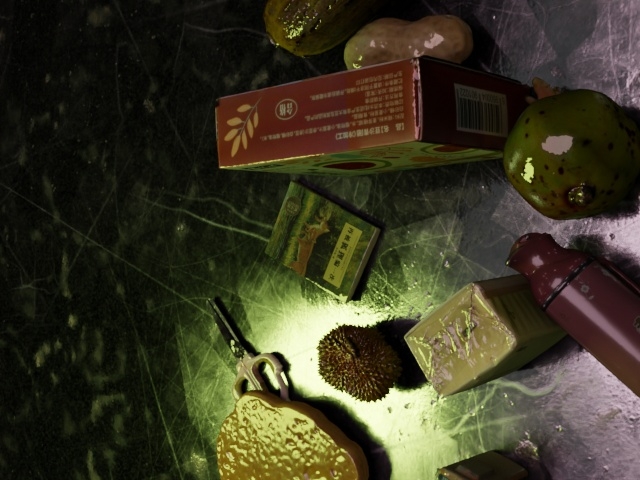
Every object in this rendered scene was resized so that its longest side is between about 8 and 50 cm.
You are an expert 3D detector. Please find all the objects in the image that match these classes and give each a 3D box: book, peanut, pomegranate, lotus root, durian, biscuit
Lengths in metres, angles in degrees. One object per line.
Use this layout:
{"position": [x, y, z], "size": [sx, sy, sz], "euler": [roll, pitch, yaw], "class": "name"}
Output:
{"position": [0.000, 0.000, 1.678], "size": [0.228, 0.024, 0.160], "euler": [32, 107, 35], "class": "book"}
{"position": [0.144, -0.334, 1.511], "size": [0.263, 0.101, 0.117], "euler": [11, 78, 38], "class": "peanut"}
{"position": [0.354, -0.145, 1.289], "size": [0.198, 0.198, 0.246], "euler": [-47, 61, 29], "class": "pomegranate"}
{"position": [0.053, -0.480, 1.521], "size": [0.397, 0.196, 0.179], "euler": [-42, 76, 31], "class": "lotus root"}
{"position": [0.068, 0.215, 1.549], "size": [0.158, 0.168, 0.137], "euler": [17, 84, 20], "class": "durian"}
{"position": [-0.060, 0.459, 1.698], "size": [0.351, 0.057, 0.312], "euler": [7, 100, 35], "class": "biscuit"}

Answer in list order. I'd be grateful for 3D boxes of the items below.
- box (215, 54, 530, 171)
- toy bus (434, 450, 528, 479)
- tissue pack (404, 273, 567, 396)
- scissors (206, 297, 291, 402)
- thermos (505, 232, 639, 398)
{"position": [0.089, -0.183, 1.400], "size": [0.385, 0.344, 0.122], "euler": [-4, 89, 39], "class": "box"}
{"position": [0.248, 0.399, 1.382], "size": [0.091, 0.182, 0.103], "euler": [24, 103, 36], "class": "toy bus"}
{"position": [0.263, 0.139, 1.334], "size": [0.159, 0.234, 0.125], "euler": [-44, 66, 30], "class": "tissue pack"}
{"position": [-0.158, 0.246, 1.805], "size": [0.160, 0.024, 0.317], "euler": [-48, 63, 31], "class": "scissors"}
{"position": [0.418, 0.100, 1.261], "size": [0.136, 0.109, 0.330], "euler": [-44, 73, -7], "class": "thermos"}
